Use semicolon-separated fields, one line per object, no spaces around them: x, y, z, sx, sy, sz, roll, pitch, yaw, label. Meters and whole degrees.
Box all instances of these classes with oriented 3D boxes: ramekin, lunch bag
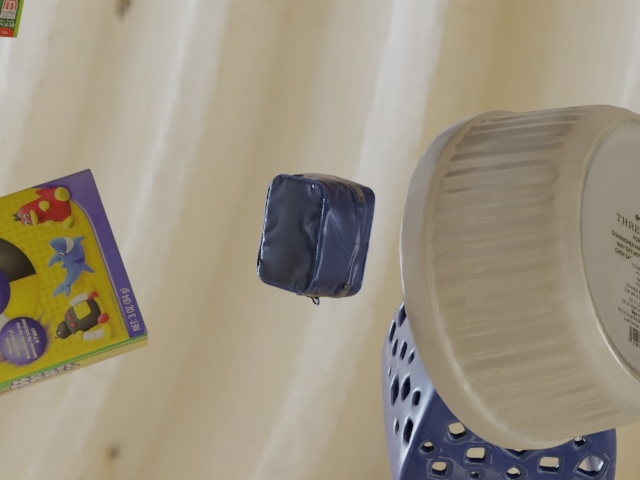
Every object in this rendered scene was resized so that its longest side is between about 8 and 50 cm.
0.151;0.017;0.993;0.109;0.207;0.207;-12;178;39;ramekin
0.000;0.000;1.255;0.065;0.098;0.067;2;-169;-44;lunch bag

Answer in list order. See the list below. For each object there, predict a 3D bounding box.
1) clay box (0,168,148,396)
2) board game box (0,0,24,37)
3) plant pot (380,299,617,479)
-0.244;0.047;1.166;0.222;0.127;0.053;-19;169;-10;clay box
-0.337;-0.199;1.350;0.092;0.043;0.181;25;-163;35;board game box
0.195;0.129;1.774;0.236;0.212;0.236;4;-142;-5;plant pot
